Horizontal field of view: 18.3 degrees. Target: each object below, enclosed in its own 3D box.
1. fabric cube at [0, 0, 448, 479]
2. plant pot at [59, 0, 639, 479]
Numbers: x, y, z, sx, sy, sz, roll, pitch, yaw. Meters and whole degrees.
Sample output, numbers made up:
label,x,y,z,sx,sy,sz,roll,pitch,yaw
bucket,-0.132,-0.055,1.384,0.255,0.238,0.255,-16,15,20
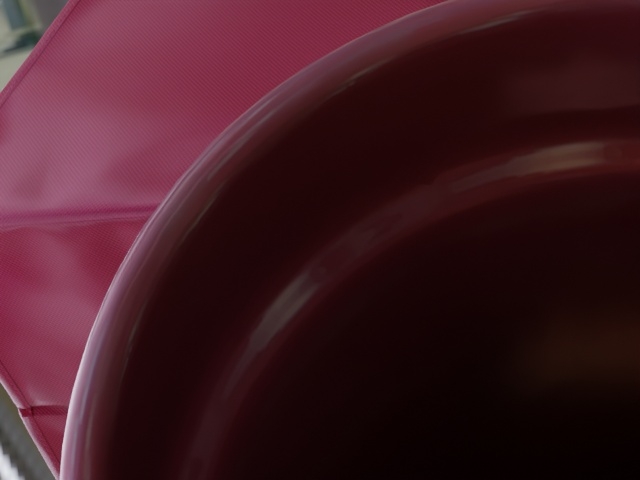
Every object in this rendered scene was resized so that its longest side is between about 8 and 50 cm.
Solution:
label,x,y,z,sx,sy,sz,roll,pitch,yaw
fabric cube,0.000,0.000,1.021,0.259,0.258,0.254,65,-146,-34
plant pot,0.064,0.078,0.397,0.180,0.201,0.201,75,-159,-57
